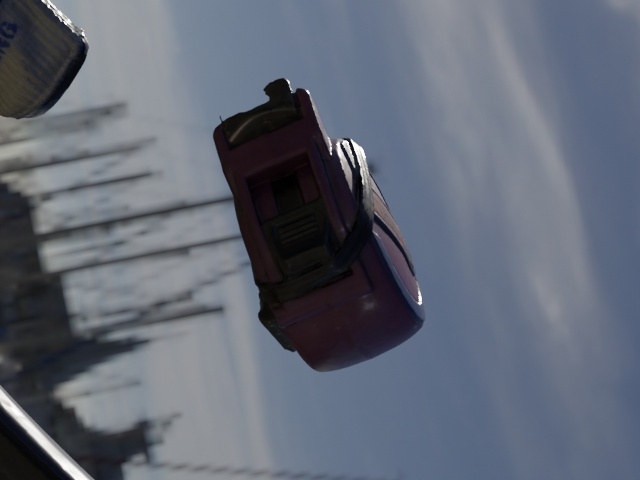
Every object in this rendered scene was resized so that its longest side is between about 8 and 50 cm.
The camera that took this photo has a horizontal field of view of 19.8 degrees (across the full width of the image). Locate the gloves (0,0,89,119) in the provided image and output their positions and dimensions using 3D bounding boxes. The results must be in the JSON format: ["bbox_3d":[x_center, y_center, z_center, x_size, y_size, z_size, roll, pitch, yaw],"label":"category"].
[{"bbox_3d":[-0.235,-0.163,1.071,0.229,0.097,0.119,48,-36,-15],"label":"gloves"}]

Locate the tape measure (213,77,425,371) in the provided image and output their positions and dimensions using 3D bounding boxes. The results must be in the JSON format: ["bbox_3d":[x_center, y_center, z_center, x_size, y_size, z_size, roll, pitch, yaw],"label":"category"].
[{"bbox_3d":[0.000,0.000,0.899,0.118,0.074,0.125,54,17,-53],"label":"tape measure"}]

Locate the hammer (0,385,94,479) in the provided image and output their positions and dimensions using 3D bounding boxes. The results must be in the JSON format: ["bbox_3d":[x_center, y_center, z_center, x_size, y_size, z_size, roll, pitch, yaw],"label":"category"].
[{"bbox_3d":[-0.098,0.055,0.550,0.290,0.037,0.137,41,0,21],"label":"hammer"}]
